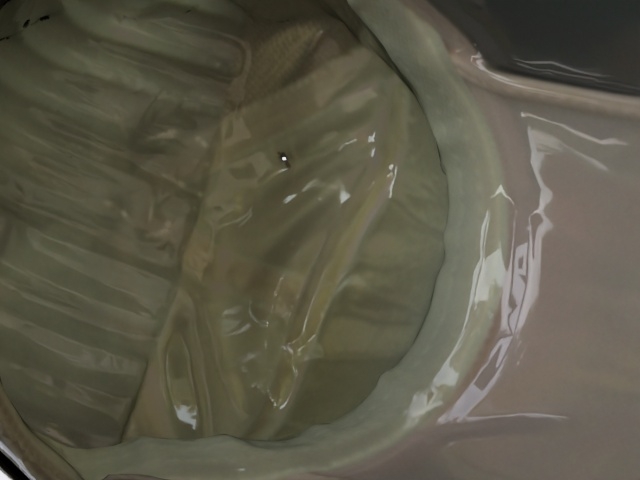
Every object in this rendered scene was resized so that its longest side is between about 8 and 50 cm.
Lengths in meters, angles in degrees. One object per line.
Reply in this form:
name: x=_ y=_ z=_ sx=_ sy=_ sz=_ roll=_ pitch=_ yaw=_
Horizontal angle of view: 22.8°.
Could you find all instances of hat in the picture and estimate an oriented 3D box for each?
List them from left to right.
hat: x=0.007 y=0.002 z=0.454 sx=0.161 sy=0.275 sz=0.232 roll=48 pitch=-119 yaw=-74
